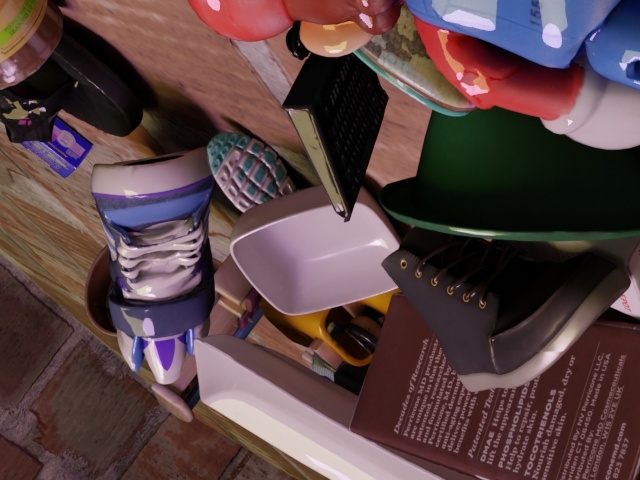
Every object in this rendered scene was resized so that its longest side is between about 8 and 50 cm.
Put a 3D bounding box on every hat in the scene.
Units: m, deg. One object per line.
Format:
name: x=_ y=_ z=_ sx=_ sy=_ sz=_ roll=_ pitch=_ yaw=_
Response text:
hat: x=0.113 y=-0.106 z=0.769 sx=0.208 sy=0.183 sz=0.173 roll=-5 pitch=-166 yaw=-20

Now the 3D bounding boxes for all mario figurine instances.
mario figurine: x=0.081 y=-0.146 z=0.553 sx=0.320 sy=0.198 sz=0.170 roll=19 pitch=-169 yaw=24

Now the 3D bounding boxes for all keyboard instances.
keyboard: x=0.011 y=-0.093 z=0.821 sx=0.108 sy=0.023 sz=0.180 roll=63 pitch=-161 yaw=-19

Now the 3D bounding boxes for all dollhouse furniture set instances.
dollhouse furniture set: x=-0.033 y=0.195 z=1.730 sx=0.303 sy=0.198 sz=0.286 roll=34 pitch=166 yaw=7

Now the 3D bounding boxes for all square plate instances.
square plate: x=0.020 y=0.217 z=1.518 sx=0.344 sy=0.049 sz=0.347 roll=29 pitch=163 yaw=6

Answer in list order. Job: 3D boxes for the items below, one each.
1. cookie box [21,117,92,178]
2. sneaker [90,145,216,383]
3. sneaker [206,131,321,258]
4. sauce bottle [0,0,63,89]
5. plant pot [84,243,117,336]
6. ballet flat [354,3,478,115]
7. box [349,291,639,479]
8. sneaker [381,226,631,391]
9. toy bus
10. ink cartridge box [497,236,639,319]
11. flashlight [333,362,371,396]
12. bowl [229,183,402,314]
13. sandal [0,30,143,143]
cookie box: x=-0.344 y=-0.127 z=1.741 sx=0.092 sy=0.040 sz=0.107 roll=39 pitch=165 yaw=-12
sneaker: x=-0.158 y=0.032 z=1.407 sx=0.323 sy=0.130 sz=0.236 roll=176 pitch=84 yaw=-79
sneaker: x=-0.050 y=-0.040 z=1.298 sx=0.166 sy=0.065 sz=0.076 roll=43 pitch=168 yaw=-21
sauce bottle: x=-0.360 y=-0.271 z=1.168 sx=0.111 sy=0.111 sz=0.344 roll=23 pitch=162 yaw=42
plant pot: x=-0.217 y=0.086 z=1.917 sx=0.167 sy=0.167 sz=0.165 roll=25 pitch=170 yaw=36
ballet flat: x=0.012 y=-0.157 z=0.717 sx=0.221 sy=0.077 sz=0.079 roll=42 pitch=125 yaw=19
box: x=0.199 y=0.141 z=1.050 sx=0.191 sy=0.143 sz=0.381 roll=22 pitch=174 yaw=-24
sneaker: x=0.108 y=0.030 z=0.891 sx=0.118 sy=0.083 sz=0.222 roll=49 pitch=158 yaw=1
toy bus: x=0.028 y=0.078 z=1.400 sx=0.191 sy=0.104 sz=0.202 roll=32 pitch=166 yaw=13
ink cartridge box: x=0.171 y=-0.006 z=0.902 sx=0.122 sy=0.052 sz=0.088 roll=28 pitch=164 yaw=34
flashlight: x=0.153 y=0.192 z=1.513 sx=0.304 sy=0.103 sz=0.103 roll=27 pitch=169 yaw=49
bowl: x=0.000 y=0.000 z=1.221 sx=0.142 sy=0.053 sz=0.142 roll=-17 pitch=142 yaw=16
sandal: x=-0.341 y=-0.169 z=1.460 sx=0.446 sy=0.107 sz=0.167 roll=20 pitch=159 yaw=47
